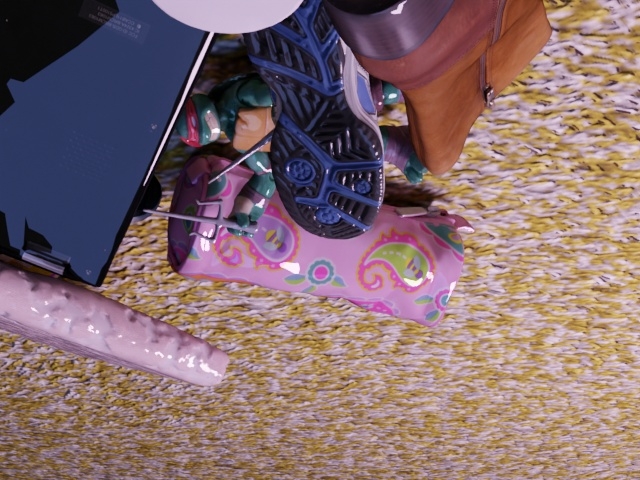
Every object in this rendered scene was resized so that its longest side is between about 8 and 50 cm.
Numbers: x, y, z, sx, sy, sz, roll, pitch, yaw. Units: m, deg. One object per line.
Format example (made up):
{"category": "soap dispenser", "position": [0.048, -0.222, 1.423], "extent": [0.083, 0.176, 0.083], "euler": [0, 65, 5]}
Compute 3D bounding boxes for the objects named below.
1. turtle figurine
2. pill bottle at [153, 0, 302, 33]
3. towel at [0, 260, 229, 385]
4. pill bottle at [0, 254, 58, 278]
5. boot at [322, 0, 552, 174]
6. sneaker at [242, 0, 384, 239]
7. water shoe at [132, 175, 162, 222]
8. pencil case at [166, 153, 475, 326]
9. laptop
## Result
{"category": "turtle figurine", "position": [-0.027, -0.086, 0.784], "extent": [0.234, 0.118, 0.175], "euler": [-7, 159, -13]}
{"category": "pill bottle", "position": [-0.044, -0.204, 0.502], "extent": [0.108, 0.193, 0.108], "euler": [0, 149, 0]}
{"category": "towel", "position": [-0.303, 0.064, 0.996], "extent": [0.332, 0.053, 0.317], "euler": [25, 166, -35]}
{"category": "pill bottle", "position": [-0.303, 0.008, 1.016], "extent": [0.043, 0.043, 0.083], "euler": [-18, 145, 28]}
{"category": "boot", "position": [0.133, -0.176, 0.619], "extent": [0.096, 0.264, 0.280], "euler": [35, 180, 22]}
{"category": "sneaker", "position": [0.006, -0.094, 0.655], "extent": [0.080, 0.081, 0.211], "euler": [2, 126, 15]}
{"category": "water shoe", "position": [-0.192, -0.078, 0.835], "extent": [0.080, 0.073, 0.203], "euler": [-17, 145, 31]}
{"category": "pencil case", "position": [0.000, 0.000, 0.935], "extent": [0.284, 0.124, 0.124], "euler": [12, 148, -20]}
{"category": "laptop", "position": [-0.300, -0.137, 0.714], "extent": [0.382, 0.236, 0.408], "euler": [23, 115, -15]}
